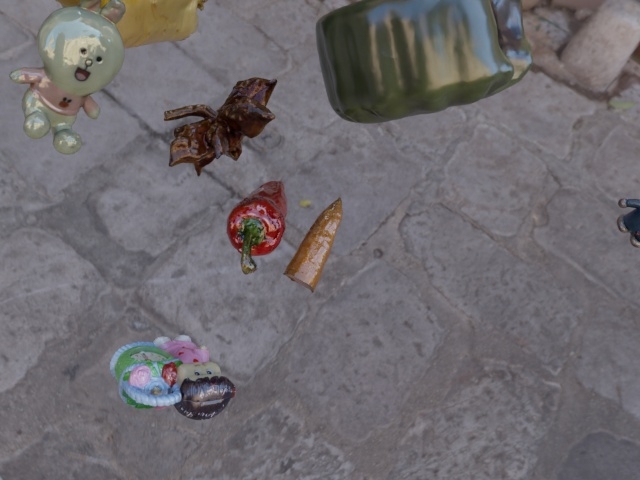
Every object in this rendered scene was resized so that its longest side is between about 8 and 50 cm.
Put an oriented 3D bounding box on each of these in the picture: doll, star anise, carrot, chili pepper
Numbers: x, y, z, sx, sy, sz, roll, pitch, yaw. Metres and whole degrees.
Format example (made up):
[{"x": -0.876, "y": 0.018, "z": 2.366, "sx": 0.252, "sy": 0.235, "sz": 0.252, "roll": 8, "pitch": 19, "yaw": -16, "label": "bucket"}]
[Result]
[{"x": 0.549, "y": -0.046, "z": 0.895, "sx": 0.114, "sy": 0.152, "sz": 0.085, "roll": 47, "pitch": 52, "yaw": 3, "label": "doll"}, {"x": -0.148, "y": -0.185, "z": 0.915, "sx": 0.111, "sy": 0.196, "sz": 0.212, "roll": 66, "pitch": 25, "yaw": -2, "label": "star anise"}, {"x": 0.000, "y": 0.000, "z": 1.139, "sx": 0.072, "sy": 0.072, "sz": 0.205, "roll": 27, "pitch": 71, "yaw": 2, "label": "carrot"}, {"x": -0.114, "y": -0.047, "z": 1.099, "sx": 0.110, "sy": 0.110, "sz": 0.387, "roll": 18, "pitch": 18, "yaw": -4, "label": "chili pepper"}, {"x": -0.421, "y": -0.288, "z": 0.956, "sx": 0.154, "sy": 0.275, "sz": 0.113, "roll": 16, "pitch": 16, "yaw": -44, "label": "doll"}]

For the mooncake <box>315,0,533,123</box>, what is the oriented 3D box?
[{"x": 0.159, "y": -0.295, "z": 0.914, "sx": 0.351, "sy": 0.351, "sz": 0.188, "roll": -21, "pitch": 110, "yaw": -27, "label": "mooncake"}]

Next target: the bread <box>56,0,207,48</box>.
[{"x": -0.424, "y": -0.577, "z": 1.132, "sx": 0.361, "sy": 0.250, "sz": 0.394, "roll": 52, "pitch": 26, "yaw": -7, "label": "bread"}]

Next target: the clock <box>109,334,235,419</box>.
[{"x": -0.274, "y": 0.259, "z": 1.059, "sx": 0.193, "sy": 0.100, "sz": 0.195, "roll": 2, "pitch": 14, "yaw": -40, "label": "clock"}]
